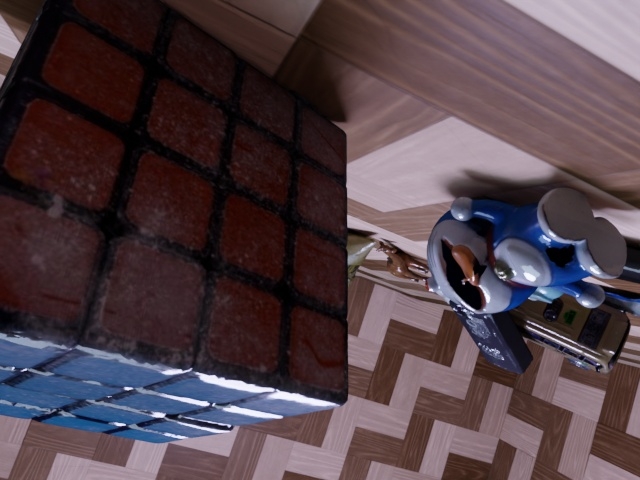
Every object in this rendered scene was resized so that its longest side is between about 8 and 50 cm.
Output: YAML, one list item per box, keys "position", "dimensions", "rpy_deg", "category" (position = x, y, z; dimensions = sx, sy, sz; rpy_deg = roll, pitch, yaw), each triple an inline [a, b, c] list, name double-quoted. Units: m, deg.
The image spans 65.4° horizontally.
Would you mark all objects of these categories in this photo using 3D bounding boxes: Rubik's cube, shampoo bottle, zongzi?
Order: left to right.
- position: [-0.197, 0.006, 0.532]
  dimensions: [0.345, 0.343, 0.337]
  rpy_deg: [28, 141, -34]
  category: "Rubik's cube"
- position: [0.000, 0.000, 1.396]
  dimensions: [0.274, 0.145, 0.300]
  rpy_deg: [25, 156, -1]
  category: "zongzi"
- position: [0.344, 0.164, 1.030]
  dimensions: [0.098, 0.071, 0.309]
  rpy_deg: [22, 156, 52]
  category: "shampoo bottle"

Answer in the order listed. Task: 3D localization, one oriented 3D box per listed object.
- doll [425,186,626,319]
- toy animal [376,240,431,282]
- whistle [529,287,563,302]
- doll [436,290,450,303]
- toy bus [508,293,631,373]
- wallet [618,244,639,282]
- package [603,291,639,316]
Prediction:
- position: [0.249, 0.021, 0.653]
  dimensions: [0.215, 0.161, 0.257]
  rpy_deg: [47, 158, -4]
  category: "doll"
- position: [0.233, 0.064, 1.427]
  dimensions: [0.230, 0.066, 0.224]
  rpy_deg: [26, 172, -14]
  category: "toy animal"
- position: [0.360, 0.056, 0.928]
  dimensions: [0.186, 0.093, 0.274]
  rpy_deg: [24, 175, -19]
  category: "whistle"
- position: [0.377, 0.120, 1.285]
  dimensions: [0.110, 0.107, 0.181]
  rpy_deg: [42, 167, -17]
  category: "doll"
- position: [0.505, 0.165, 1.080]
  dimensions: [0.290, 0.139, 0.157]
  rpy_deg: [27, 173, 26]
  category: "toy bus"
- position: [0.453, 0.038, 0.717]
  dimensions: [0.250, 0.044, 0.149]
  rpy_deg: [16, 177, 21]
  category: "wallet"
- position: [0.640, 0.133, 1.026]
  dimensions: [0.171, 0.027, 0.173]
  rpy_deg: [18, 172, 38]
  category: "package"
